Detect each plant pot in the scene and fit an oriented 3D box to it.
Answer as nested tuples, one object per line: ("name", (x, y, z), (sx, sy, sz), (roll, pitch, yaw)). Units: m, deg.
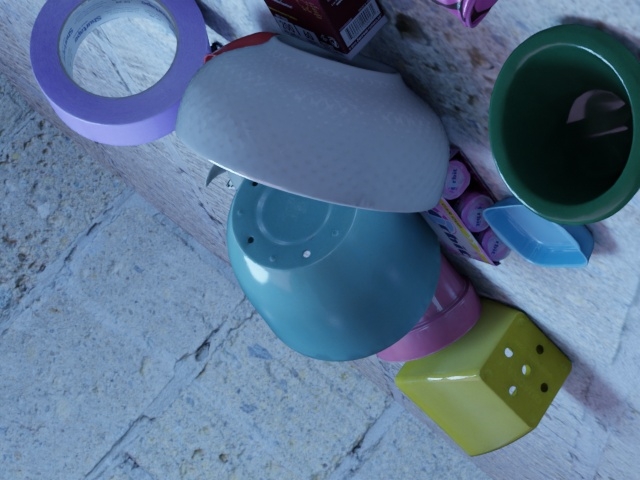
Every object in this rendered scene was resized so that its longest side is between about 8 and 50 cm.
("plant pot", (0.146, 0.077, 1.718), (0.180, 0.201, 0.201), (62, 162, -16))
("plant pot", (0.000, 0.000, 1.443), (0.293, 0.293, 0.235), (35, 174, 29))
("plant pot", (0.297, 0.225, 1.739), (0.212, 0.212, 0.187), (45, 154, -13))

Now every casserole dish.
("casserole dish", (0.279, -0.015, 1.295), (0.114, 0.037, 0.188), (44, 167, -11))

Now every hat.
("hat", (0.283, -0.108, 0.986), (0.173, 0.183, 0.208), (23, 117, 40))

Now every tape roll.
("tape roll", (-0.312, -0.293, 1.611), (0.275, 0.275, 0.090), (40, 167, 11))

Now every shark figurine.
("shark figurine", (-0.114, -0.117, 1.912), (0.116, 0.166, 0.278), (26, 164, 21))

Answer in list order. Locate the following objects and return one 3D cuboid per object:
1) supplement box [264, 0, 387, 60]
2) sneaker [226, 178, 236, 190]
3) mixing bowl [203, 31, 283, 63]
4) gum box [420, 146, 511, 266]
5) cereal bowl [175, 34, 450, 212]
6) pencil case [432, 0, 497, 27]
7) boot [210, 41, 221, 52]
("supplement box", (-0.031, -0.318, 1.116), (0.130, 0.073, 0.239), (31, 164, 42))
("sneaker", (-0.148, -0.118, 2.229), (0.071, 0.068, 0.170), (42, 169, -31))
("mixing bowl", (-0.070, -0.234, 1.474), (0.181, 0.098, 0.181), (40, 169, 9))
("gum box", (0.187, -0.048, 1.405), (0.188, 0.062, 0.107), (49, 167, -31))
("cereal bowl", (0.003, -0.156, 1.227), (0.339, 0.141, 0.339), (16, -163, -5))
("pencil case", (0.076, -0.279, 0.882), (0.209, 0.095, 0.098), (38, 152, 8))
("boot", (-0.162, -0.280, 1.741), (0.099, 0.045, 0.121), (40, 161, -2))
